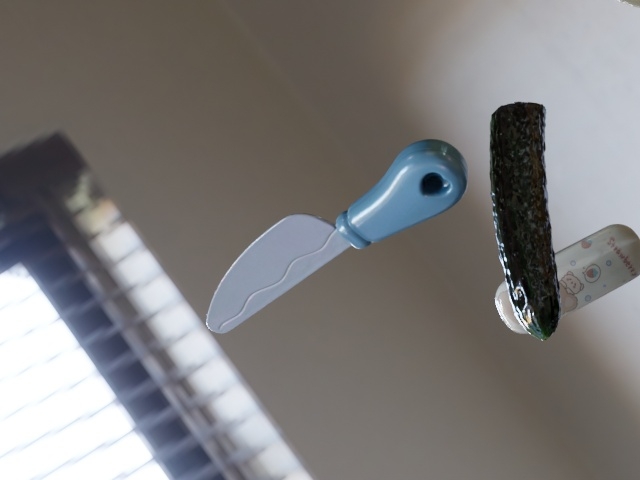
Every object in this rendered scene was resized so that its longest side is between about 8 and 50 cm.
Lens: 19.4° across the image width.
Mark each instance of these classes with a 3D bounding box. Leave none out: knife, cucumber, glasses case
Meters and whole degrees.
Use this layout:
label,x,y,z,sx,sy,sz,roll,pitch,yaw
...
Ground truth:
label,x,y,z,sx,sy,sz,roll,pitch,yaw
knife,-0.001,-0.001,1.299,0.244,0.032,0.058,-30,-54,29
cucumber,0.180,-0.016,1.644,0.058,0.215,0.052,0,-17,-13
glasses case,0.321,0.049,2.401,0.204,0.081,0.051,-29,0,-4

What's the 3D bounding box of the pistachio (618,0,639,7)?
label,x,y,z,sx,sy,sz,roll,pitch,yaw
pistachio,0.319,-0.298,1.874,0.124,0.185,0.124,-57,-10,-16
